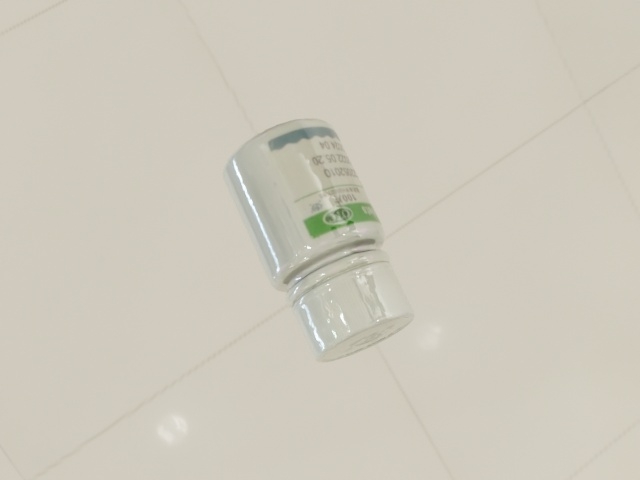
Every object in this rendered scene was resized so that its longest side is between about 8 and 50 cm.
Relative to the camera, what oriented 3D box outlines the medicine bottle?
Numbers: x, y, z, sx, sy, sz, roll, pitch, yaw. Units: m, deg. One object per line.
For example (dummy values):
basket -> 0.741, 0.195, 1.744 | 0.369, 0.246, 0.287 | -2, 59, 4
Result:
medicine bottle -> 0.000, 0.000, 1.012 | 0.139, 0.139, 0.237 | -20, 72, -19
